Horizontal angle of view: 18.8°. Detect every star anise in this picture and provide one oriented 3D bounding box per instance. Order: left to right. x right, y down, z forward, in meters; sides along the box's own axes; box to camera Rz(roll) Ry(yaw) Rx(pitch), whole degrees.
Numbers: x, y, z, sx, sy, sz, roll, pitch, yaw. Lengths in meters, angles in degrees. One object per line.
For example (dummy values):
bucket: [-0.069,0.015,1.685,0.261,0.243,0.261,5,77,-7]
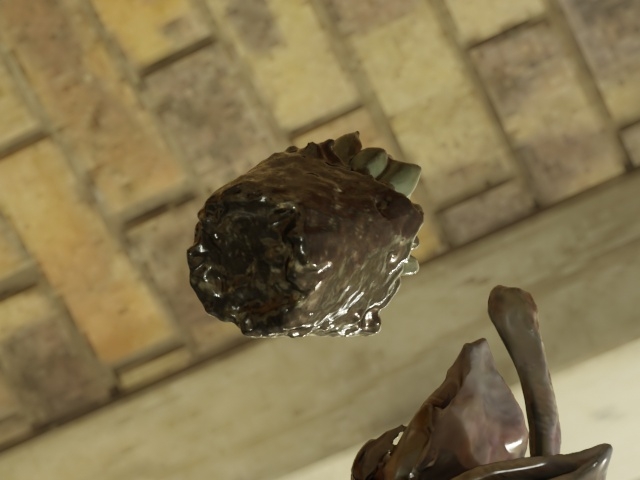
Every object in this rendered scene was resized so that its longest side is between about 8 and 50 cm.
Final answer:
star anise: [0.043,0.129,0.758,0.089,0.231,0.209,48,-10,-32]

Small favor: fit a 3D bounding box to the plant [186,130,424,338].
plant: [0.000,0.000,1.412,0.132,0.129,0.194,36,31,21]
